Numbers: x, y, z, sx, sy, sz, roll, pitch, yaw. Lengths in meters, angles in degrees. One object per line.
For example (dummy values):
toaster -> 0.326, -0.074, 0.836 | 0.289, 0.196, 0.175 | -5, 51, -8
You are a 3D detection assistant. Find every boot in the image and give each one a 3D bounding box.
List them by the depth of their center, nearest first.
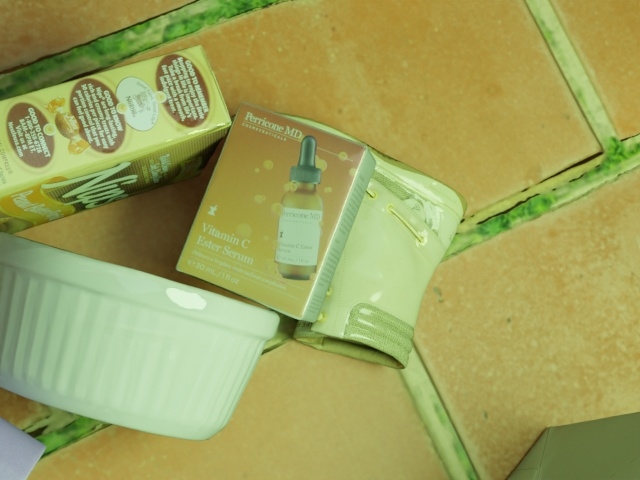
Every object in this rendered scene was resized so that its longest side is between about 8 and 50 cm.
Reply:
boot -> 0.000, 0.000, 1.301 | 0.262, 0.095, 0.204 | 24, 74, -11

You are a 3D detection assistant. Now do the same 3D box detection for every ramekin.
ramekin -> -0.181, 0.088, 1.149 | 0.272, 0.273, 0.127 | 17, 86, -11

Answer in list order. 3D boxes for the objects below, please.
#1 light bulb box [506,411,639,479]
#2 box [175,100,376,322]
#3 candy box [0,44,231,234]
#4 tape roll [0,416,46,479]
light bulb box -> 0.342, 0.354, 1.169 | 0.361, 0.358, 0.225 | 43, 73, -1
box -> -0.039, -0.025, 1.215 | 0.130, 0.091, 0.171 | 20, 88, 9
candy box -> -0.256, -0.075, 1.199 | 0.316, 0.183, 0.088 | -18, 83, -18
tape roll -> -0.337, 0.262, 1.053 | 0.090, 0.275, 0.275 | 34, 72, -6
